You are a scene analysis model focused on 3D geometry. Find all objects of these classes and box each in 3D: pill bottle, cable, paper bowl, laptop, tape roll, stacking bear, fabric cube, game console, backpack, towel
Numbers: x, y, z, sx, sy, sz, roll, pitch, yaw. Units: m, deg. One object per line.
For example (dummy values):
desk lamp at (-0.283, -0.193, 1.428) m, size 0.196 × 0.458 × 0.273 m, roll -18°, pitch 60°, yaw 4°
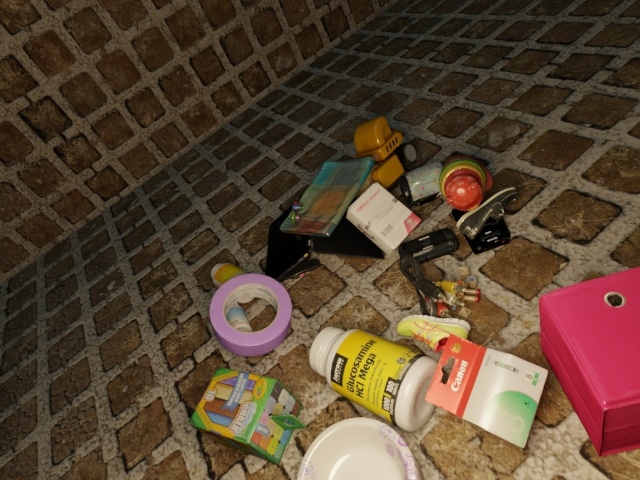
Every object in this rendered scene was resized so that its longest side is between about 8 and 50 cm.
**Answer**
pill bottle at (0.136, 0.351, 1.139) m, size 0.333 × 0.188 × 0.188 m, roll 14°, pitch 56°, yaw 41°
cable at (0.330, 0.150, 1.316) m, size 0.140 × 0.072 × 0.287 m, roll -66°, pitch 25°, yaw 11°
paper bowl at (0.099, 0.570, 0.965) m, size 0.284 × 0.148 × 0.284 m, roll -18°, pitch 41°, yaw 16°
pill bottle at (-0.313, 0.294, 1.555) m, size 0.087 × 0.087 × 0.160 m, roll -34°, pitch 40°, yaw -4°
pill bottle at (-0.350, 0.162, 1.693) m, size 0.214 × 0.117 × 0.117 m, roll 22°, pitch 62°, yaw 43°
laptop at (0.000, 0.000, 1.683) m, size 0.408 × 0.236 × 0.382 m, roll -40°, pitch 31°, yaw 27°
tape roll at (-0.237, 0.252, 1.457) m, size 0.274 × 0.090 × 0.275 m, roll 3°, pitch 52°, yaw -4°
stacking bear at (0.469, -0.180, 1.392) m, size 0.175 × 0.164 × 0.289 m, roll -27°, pitch 10°, yaw 24°
fabric cube at (0.640, 0.249, 0.879) m, size 0.254 × 0.259 × 0.258 m, roll -19°, pitch 41°, yaw 12°
game console at (0.440, -0.014, 1.449) m, size 0.361 × 0.044 × 0.213 m, roll -21°, pitch 39°, yaw 11°
backpack at (0.401, -0.222, 1.633) m, size 0.181 × 0.115 × 0.152 m, roll -19°, pitch 38°, yaw 10°
towel at (0.025, -0.171, 1.596) m, size 0.271 × 0.040 × 0.370 m, roll 6°, pitch 55°, yaw 46°

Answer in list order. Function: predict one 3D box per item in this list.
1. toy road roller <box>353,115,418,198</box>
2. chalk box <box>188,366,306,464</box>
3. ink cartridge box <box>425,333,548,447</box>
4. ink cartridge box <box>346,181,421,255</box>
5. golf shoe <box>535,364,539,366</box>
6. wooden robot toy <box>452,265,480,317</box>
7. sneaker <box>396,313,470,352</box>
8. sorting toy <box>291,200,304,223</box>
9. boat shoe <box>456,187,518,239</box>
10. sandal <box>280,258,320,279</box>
toy road roller at (0.215, -0.349, 1.725) m, size 0.202 × 0.241 × 0.329 m, roll -8°, pitch 31°, yaw 51°
chalk box at (-0.181, 0.496, 1.191) m, size 0.288 × 0.180 × 0.179 m, roll 0°, pitch 48°, yaw 34°
ink cartridge box at (0.382, 0.338, 0.984) m, size 0.224 × 0.056 × 0.181 m, roll 22°, pitch 74°, yaw 17°
ink cartridge box at (0.223, -0.079, 1.528) m, size 0.218 × 0.092 × 0.158 m, roll 43°, pitch 74°, yaw 10°
golf shoe at (0.467, 0.374, 1.018) m, size 0.186 × 0.067 × 0.086 m, roll -35°, pitch 65°, yaw -4°
wooden robot toy at (0.432, 0.139, 1.263) m, size 0.076 × 0.079 × 0.173 m, roll -2°, pitch 48°, yaw 30°
sneaker at (0.313, 0.269, 1.202) m, size 0.208 × 0.081 × 0.094 m, roll -4°, pitch 51°, yaw 30°
sorting toy at (-0.081, -0.107, 1.561) m, size 0.042 × 0.061 × 0.102 m, roll 4°, pitch 55°, yaw 1°
boat shoe at (0.554, -0.087, 1.370) m, size 0.233 × 0.084 × 0.079 m, roll -33°, pitch 57°, yaw -8°
sandal at (-0.083, 0.120, 1.635) m, size 0.179 × 0.040 × 0.067 m, roll -17°, pitch 42°, yaw 7°
